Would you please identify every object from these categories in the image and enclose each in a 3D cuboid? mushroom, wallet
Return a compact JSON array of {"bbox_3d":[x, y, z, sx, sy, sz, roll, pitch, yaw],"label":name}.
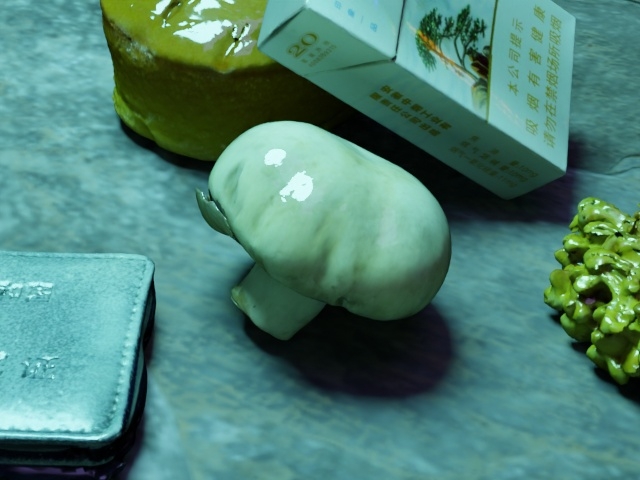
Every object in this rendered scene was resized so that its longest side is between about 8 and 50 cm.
[{"bbox_3d":[0.000,0.000,0.646,0.154,0.122,0.154,30,3,-2],"label":"mushroom"},{"bbox_3d":[-0.201,0.057,0.588,0.222,0.036,0.167,5,35,-3],"label":"wallet"}]

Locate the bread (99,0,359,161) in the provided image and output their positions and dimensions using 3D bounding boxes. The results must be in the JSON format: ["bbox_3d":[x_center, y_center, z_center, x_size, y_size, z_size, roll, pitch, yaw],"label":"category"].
[{"bbox_3d":[-0.048,-0.168,0.849,0.195,0.142,0.270,29,40,24],"label":"bread"}]

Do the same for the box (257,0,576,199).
[{"bbox_3d":[0.076,-0.146,0.769,0.233,0.067,0.149,27,54,-27],"label":"box"}]

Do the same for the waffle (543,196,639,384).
[{"bbox_3d":[0.241,0.033,0.677,0.193,0.070,0.197,-13,40,-26],"label":"waffle"}]
